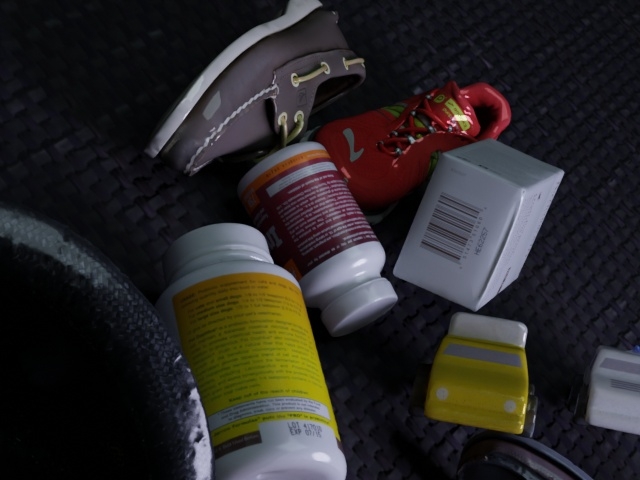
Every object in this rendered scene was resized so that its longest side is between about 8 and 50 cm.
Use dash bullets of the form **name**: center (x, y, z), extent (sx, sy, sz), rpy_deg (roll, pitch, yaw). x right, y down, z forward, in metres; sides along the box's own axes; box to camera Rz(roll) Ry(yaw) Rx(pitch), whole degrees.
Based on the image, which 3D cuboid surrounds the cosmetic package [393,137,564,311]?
- **cosmetic package**: center (0.142, -0.018, 1.721), extent (0.085, 0.117, 0.231), rpy_deg (25, 13, 12)

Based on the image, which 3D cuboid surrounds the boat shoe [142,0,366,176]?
- **boat shoe**: center (-0.048, -0.123, 1.686), extent (0.097, 0.116, 0.324), rpy_deg (45, 29, -1)

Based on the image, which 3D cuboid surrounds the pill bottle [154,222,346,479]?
- **pill bottle**: center (-0.058, 0.097, 1.457), extent (0.117, 0.117, 0.215), rpy_deg (16, 47, -40)

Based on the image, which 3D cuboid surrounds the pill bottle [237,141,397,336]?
- **pill bottle**: center (0.000, 0.000, 1.644), extent (0.086, 0.086, 0.152), rpy_deg (-9, 64, -52)

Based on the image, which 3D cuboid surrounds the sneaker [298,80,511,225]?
- **sneaker**: center (0.082, -0.098, 1.801), extent (0.107, 0.118, 0.279), rpy_deg (54, 34, 8)

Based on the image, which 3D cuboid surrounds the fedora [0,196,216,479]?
- **fedora**: center (-0.228, 0.115, 1.178), extent (0.334, 0.334, 0.152), rpy_deg (37, 3, -18)

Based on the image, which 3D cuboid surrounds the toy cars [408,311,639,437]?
- **toy cars**: center (0.205, 0.115, 1.682), extent (0.393, 0.176, 0.087), rpy_deg (8, 94, -45)

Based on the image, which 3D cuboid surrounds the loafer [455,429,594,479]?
- **loafer**: center (0.217, 0.287, 1.602), extent (0.302, 0.109, 0.095), rpy_deg (49, 38, -6)
